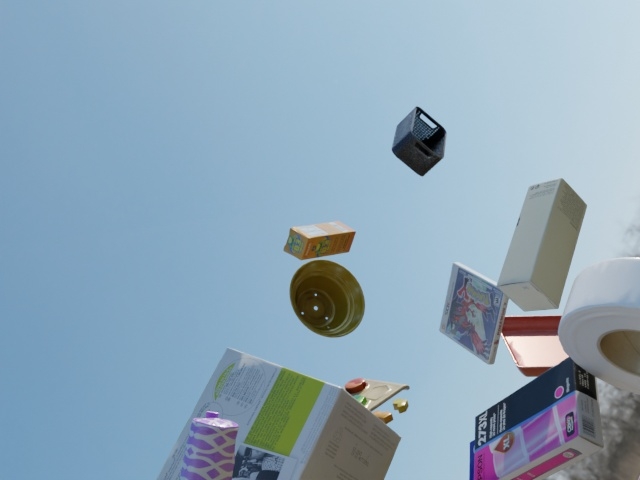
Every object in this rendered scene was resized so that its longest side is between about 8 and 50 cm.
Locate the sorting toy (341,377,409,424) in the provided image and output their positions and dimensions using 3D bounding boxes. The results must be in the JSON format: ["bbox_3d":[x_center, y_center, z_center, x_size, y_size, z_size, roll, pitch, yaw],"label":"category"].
[{"bbox_3d":[0.126,0.425,2.123,0.229,0.307,0.041,-21,-81,-35],"label":"sorting toy"}]

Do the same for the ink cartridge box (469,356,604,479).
[{"bbox_3d":[0.378,0.378,1.495,0.371,0.069,0.176,-51,18,42],"label":"ink cartridge box"}]

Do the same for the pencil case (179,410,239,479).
[{"bbox_3d":[-0.188,0.389,1.277,0.088,0.086,0.206,153,130,-82],"label":"pencil case"}]

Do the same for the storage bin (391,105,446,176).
[{"bbox_3d":[0.277,-0.278,2.202,0.084,0.122,0.180,-44,17,33],"label":"storage bin"}]

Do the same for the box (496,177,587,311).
[{"bbox_3d":[0.479,0.009,1.692,0.113,0.094,0.275,40,-120,-26],"label":"box"}]

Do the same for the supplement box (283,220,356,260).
[{"bbox_3d":[0.000,0.000,2.250,0.233,0.080,0.078,-8,-57,-51],"label":"supplement box"}]

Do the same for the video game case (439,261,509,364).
[{"bbox_3d":[0.360,0.168,1.861,0.023,0.201,0.184,1,-74,-28],"label":"video game case"}]

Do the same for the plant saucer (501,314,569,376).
[{"bbox_3d":[0.574,0.261,1.925,0.258,0.258,0.048,-94,4,-69],"label":"plant saucer"}]

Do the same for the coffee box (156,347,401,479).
[{"bbox_3d":[-0.083,0.484,1.730,0.338,0.334,0.338,49,-119,-48],"label":"coffee box"}]

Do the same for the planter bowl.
[{"bbox_3d":[0.003,0.166,2.084,0.217,0.217,0.090,-41,-3,-34],"label":"planter bowl"}]

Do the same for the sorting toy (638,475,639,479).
[{"bbox_3d":[0.645,0.551,1.317,0.126,0.365,0.127,-45,-24,8],"label":"sorting toy"}]

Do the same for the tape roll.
[{"bbox_3d":[0.548,0.152,1.307,0.100,0.286,0.286,-60,-25,-29],"label":"tape roll"}]
